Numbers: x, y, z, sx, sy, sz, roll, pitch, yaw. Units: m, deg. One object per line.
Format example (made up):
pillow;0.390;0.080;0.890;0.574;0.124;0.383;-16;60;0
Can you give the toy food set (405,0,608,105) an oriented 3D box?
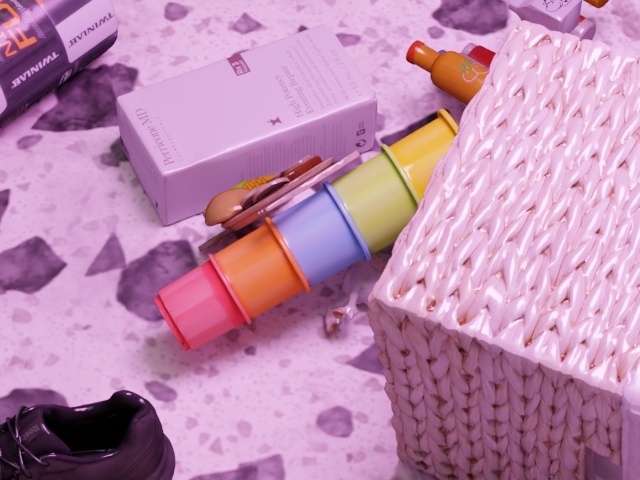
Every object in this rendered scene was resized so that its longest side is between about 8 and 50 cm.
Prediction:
toy food set;0.192;-0.206;1.990;0.104;0.111;0.232;33;62;21

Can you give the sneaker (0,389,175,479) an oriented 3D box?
sneaker;-0.264;0.198;1.671;0.286;0.130;0.109;-24;59;-16

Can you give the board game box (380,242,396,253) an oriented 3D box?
board game box;0.132;-0.025;1.907;0.154;0.026;0.103;9;54;6

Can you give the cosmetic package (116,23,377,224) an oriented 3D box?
cosmetic package;-0.072;-0.116;1.938;0.231;0.085;0.117;-21;56;-17

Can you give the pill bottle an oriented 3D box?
pill bottle;-0.330;-0.182;1.956;0.130;0.130;0.245;37;61;24

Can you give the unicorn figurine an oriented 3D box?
unicorn figurine;0.051;0.044;1.841;0.162;0.060;0.111;30;47;3

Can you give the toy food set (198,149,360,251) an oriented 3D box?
toy food set;-0.047;-0.050;1.828;0.132;0.192;0.038;-33;93;-25

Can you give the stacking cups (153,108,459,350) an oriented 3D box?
stacking cups;0.000;0.000;1.797;0.316;0.096;0.096;-31;57;0

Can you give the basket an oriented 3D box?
basket;0.227;0.051;1.654;0.266;0.328;0.331;18;63;18
